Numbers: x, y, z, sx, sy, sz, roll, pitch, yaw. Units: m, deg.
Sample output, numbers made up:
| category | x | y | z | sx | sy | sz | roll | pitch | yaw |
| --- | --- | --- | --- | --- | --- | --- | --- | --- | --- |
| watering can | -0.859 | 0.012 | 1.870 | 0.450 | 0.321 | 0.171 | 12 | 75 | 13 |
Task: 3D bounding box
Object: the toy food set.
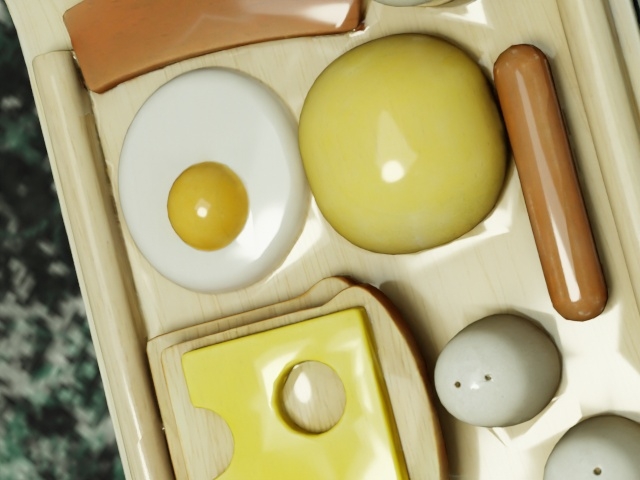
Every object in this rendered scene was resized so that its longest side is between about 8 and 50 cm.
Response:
| category | x | y | z | sx | sy | sz | roll | pitch | yaw |
| --- | --- | --- | --- | --- | --- | --- | --- | --- | --- |
| toy food set | 0.000 | 0.000 | 0.514 | 0.220 | 0.092 | 0.306 | -16 | 85 | 20 |
